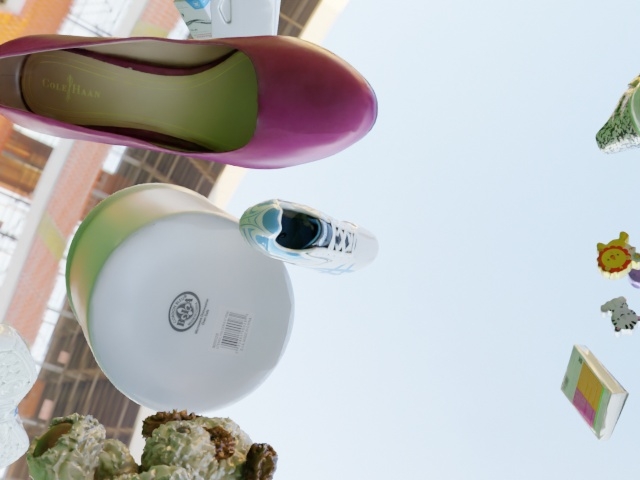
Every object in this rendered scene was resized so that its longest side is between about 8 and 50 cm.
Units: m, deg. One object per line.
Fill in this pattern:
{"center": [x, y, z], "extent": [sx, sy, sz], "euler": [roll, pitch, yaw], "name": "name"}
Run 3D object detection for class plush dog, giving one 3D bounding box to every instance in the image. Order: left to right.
{"center": [-0.164, 0.284, 0.929], "extent": [0.262, 0.225, 0.211], "euler": [12, -59, 42], "name": "plush dog"}

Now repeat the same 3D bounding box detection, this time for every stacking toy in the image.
{"center": [0.440, 0.022, 1.006], "extent": [0.221, 0.167, 0.052], "euler": [-27, -128, 1], "name": "stacking toy"}

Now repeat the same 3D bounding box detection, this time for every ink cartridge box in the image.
{"center": [-0.166, -0.313, 1.166], "extent": [0.048, 0.083, 0.028], "euler": [2, -130, 31], "name": "ink cartridge box"}
{"center": [-0.079, -0.313, 0.934], "extent": [0.127, 0.072, 0.175], "euler": [97, -4, -52], "name": "ink cartridge box"}

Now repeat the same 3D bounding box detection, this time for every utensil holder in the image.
{"center": [-0.243, 0.081, 1.346], "extent": [0.328, 0.327, 0.385], "euler": [-65, -160, -1], "name": "utensil holder"}

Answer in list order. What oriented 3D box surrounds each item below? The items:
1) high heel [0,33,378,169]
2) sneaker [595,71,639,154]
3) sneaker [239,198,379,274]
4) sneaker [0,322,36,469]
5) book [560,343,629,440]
{"center": [-0.144, -0.123, 0.732], "extent": [0.377, 0.181, 0.127], "euler": [6, -78, 32], "name": "high heel"}
{"center": [0.626, -0.278, 1.514], "extent": [0.410, 0.158, 0.182], "euler": [-36, -173, -37], "name": "sneaker"}
{"center": [0.000, 0.000, 1.114], "extent": [0.086, 0.237, 0.085], "euler": [4, -97, 48], "name": "sneaker"}
{"center": [-0.205, 0.071, 0.474], "extent": [0.085, 0.058, 0.152], "euler": [52, -31, 21], "name": "sneaker"}
{"center": [0.453, 0.254, 1.383], "extent": [0.144, 0.035, 0.096], "euler": [-112, -151, -62], "name": "book"}
